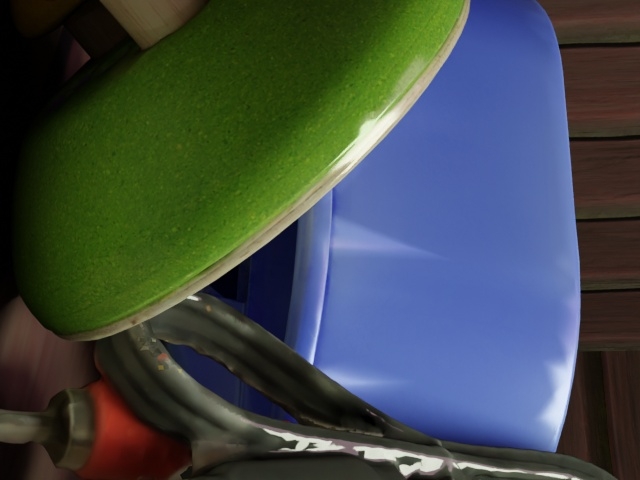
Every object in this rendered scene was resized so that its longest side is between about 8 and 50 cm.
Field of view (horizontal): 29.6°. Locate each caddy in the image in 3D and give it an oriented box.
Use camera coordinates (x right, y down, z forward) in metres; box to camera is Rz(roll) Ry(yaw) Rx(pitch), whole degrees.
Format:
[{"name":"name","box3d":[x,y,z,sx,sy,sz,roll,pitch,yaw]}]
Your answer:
[{"name":"caddy","box3d":[0.000,0.000,0.620,0.241,0.179,0.341,120,-24,-57]}]

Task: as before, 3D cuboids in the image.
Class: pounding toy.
[{"name":"pounding toy","box3d":[-0.044,-0.085,0.415,0.110,0.183,0.237,50,45,-19]}]

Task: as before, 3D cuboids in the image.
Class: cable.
[{"name":"cable","box3d":[0.010,0.094,0.451,0.287,0.072,0.140,11,50,-42]}]
